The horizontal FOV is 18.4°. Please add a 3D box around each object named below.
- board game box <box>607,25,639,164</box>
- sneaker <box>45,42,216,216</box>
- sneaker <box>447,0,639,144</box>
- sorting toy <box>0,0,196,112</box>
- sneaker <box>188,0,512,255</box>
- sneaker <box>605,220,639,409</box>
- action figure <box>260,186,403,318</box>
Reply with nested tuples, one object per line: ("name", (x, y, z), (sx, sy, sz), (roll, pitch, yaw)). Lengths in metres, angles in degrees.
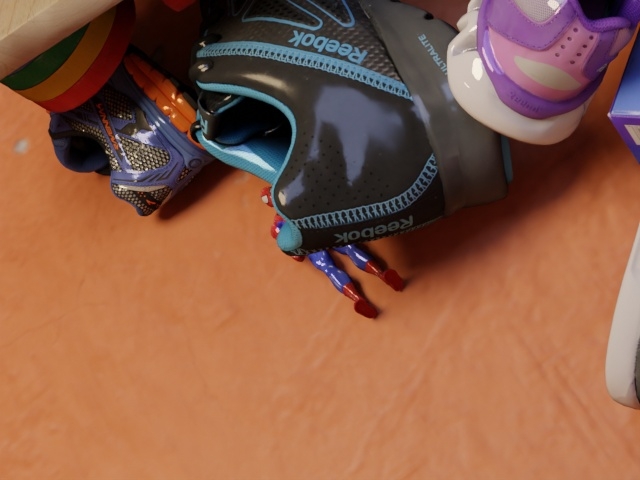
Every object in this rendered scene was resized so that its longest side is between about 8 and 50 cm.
("board game box", (0.342, -0.130, 0.963), (0.347, 0.078, 0.233), (6, 64, 34))
("sneaker", (-0.146, -0.090, 1.234), (0.087, 0.083, 0.221), (-54, 45, 1))
("sneaker", (0.140, -0.167, 1.027), (0.104, 0.095, 0.236), (130, 159, -59))
("sorting toy", (-0.123, -0.206, 1.148), (0.255, 0.089, 0.257), (-27, 47, 34))
("sneaker", (-0.028, -0.126, 1.131), (0.139, 0.125, 0.341), (-24, 46, -13))
("sneaker", (0.225, -0.031, 0.879), (0.147, 0.296, 0.104), (22, 32, 29))
("action figure", (0.000, 0.000, 1.119), (0.038, 0.030, 0.115), (-50, 46, 0))
